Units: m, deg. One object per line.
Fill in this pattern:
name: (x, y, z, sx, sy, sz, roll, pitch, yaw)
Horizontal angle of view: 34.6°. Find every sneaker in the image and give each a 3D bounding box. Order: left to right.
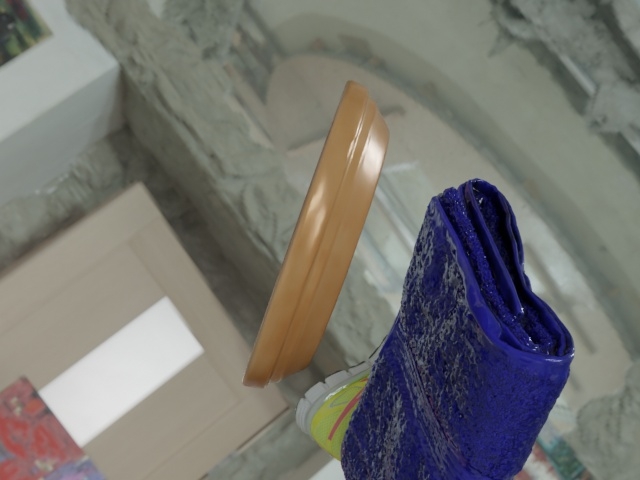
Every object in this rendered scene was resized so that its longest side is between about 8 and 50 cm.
sneaker: (0.082, 0.148, 1.007, 0.094, 0.208, 0.081, 48, -7, 49)

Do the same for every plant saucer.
plant saucer: (0.000, 0.000, 0.641, 0.037, 0.200, 0.200, 19, -19, -1)

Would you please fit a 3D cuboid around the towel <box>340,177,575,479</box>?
towel: (0.085, 0.132, 0.787, 0.228, 0.076, 0.308, -98, -161, -57)
